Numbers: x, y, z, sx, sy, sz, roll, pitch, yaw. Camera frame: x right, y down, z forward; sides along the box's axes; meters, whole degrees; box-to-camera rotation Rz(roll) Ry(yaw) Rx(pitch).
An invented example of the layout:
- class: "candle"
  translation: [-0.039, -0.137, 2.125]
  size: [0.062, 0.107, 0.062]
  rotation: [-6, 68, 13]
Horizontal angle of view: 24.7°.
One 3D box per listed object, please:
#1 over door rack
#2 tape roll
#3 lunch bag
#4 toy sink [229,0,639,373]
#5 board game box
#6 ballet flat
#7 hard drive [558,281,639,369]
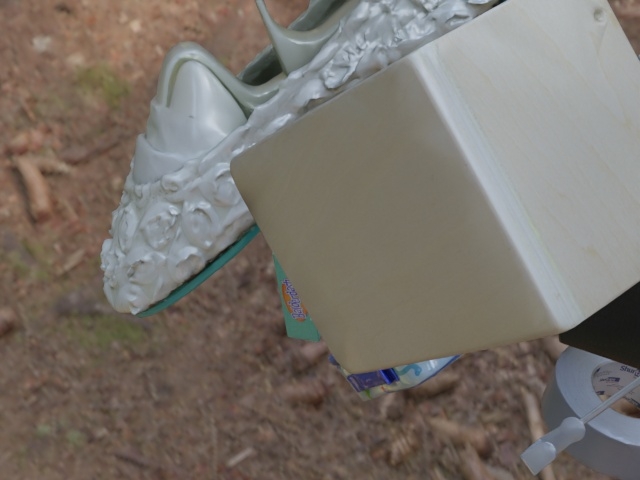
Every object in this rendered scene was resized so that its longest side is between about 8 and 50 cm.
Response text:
- class: "over door rack"
  translation: [0.246, 0.007, 1.261]
  size: [0.324, 0.108, 0.239]
  rotation: [-37, 79, 8]
- class: "tape roll"
  translation: [0.425, 0.233, 2.051]
  size: [0.219, 0.072, 0.219]
  rotation: [8, 39, -7]
- class: "lunch bag"
  translation: [0.110, 0.103, 1.666]
  size: [0.176, 0.090, 0.219]
  rotation: [-39, 2, -21]
- class: "toy sink"
  translation: [0.077, -0.030, 0.805]
  size: [0.131, 0.153, 0.234]
  rotation: [-31, 3, -27]
- class: "board game box"
  translation: [0.000, 0.000, 1.886]
  size: [0.047, 0.160, 0.210]
  rotation: [8, 47, 16]
- class: "ballet flat"
  translation: [-0.028, -0.123, 1.031]
  size: [0.409, 0.147, 0.147]
  rotation: [-41, 44, 6]
- class: "hard drive"
  translation: [0.375, 0.040, 1.784]
  size: [0.172, 0.255, 0.054]
  rotation: [19, 34, 22]
